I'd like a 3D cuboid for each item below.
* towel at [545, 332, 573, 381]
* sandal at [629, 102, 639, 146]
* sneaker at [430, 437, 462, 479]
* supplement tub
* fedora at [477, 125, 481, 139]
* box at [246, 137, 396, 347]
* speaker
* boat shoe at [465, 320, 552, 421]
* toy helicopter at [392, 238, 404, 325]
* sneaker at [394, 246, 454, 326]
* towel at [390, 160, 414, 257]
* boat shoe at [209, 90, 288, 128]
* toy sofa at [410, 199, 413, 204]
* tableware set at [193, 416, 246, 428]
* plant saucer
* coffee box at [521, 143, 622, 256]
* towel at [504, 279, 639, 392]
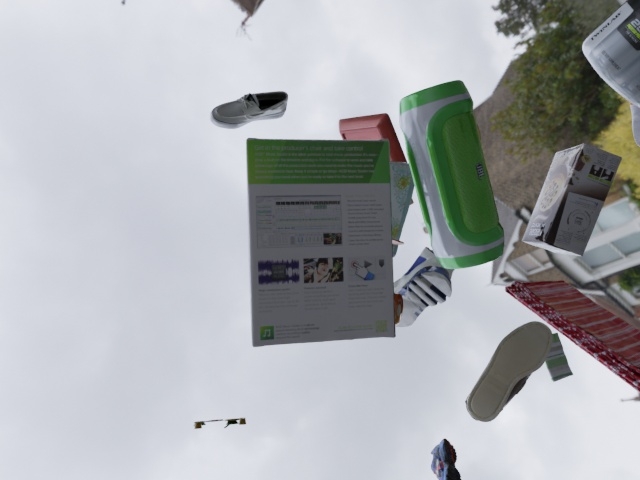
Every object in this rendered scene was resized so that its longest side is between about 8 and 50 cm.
[{"bbox_3d":[0.811,0.400,1.581,0.113,0.023,0.152,-3,-108,-33],"label":"towel"},{"bbox_3d":[0.897,-0.383,1.243,0.076,0.102,0.266,-13,-77,-34],"label":"sandal"},{"bbox_3d":[0.429,0.801,1.584,0.083,0.087,0.221,40,-153,-10],"label":"sneaker"},{"bbox_3d":[0.674,-0.416,0.832,0.193,0.316,0.194,20,-133,-23],"label":"supplement tub"},{"bbox_3d":[0.263,-0.182,0.996,0.194,0.195,0.079,0,-153,-40],"label":"fedora"},{"bbox_3d":[0.000,0.000,0.737,0.232,0.058,0.322,-1,-89,-10],"label":"box"},{"bbox_3d":[0.223,-0.108,0.781,0.131,0.131,0.297,-24,-79,-45],"label":"speaker"},{"bbox_3d":[0.519,0.362,1.269,0.116,0.097,0.324,36,-101,26],"label":"boat shoe"},{"bbox_3d":[0.121,0.044,1.144,0.355,0.140,0.235,57,-134,-50],"label":"toy helicopter"},{"bbox_3d":[0.291,0.127,1.340,0.127,0.315,0.182,45,-131,-3],"label":"sneaker"},{"bbox_3d":[0.157,-0.085,1.544,0.320,0.090,0.375,-4,-67,-36],"label":"towel"},{"bbox_3d":[-0.223,-0.429,1.472,0.267,0.088,0.096,-14,-112,-26],"label":"boat shoe"},{"bbox_3d":[0.258,-0.198,2.161,0.177,0.362,0.150,-33,-75,-42],"label":"toy sofa"},{"bbox_3d":[-0.294,0.534,1.338,0.154,0.104,0.024,-1,-109,-13],"label":"tableware set"},{"bbox_3d":[0.188,-0.333,1.698,0.047,0.258,0.259,-44,-59,-26],"label":"plant saucer"},{"bbox_3d":[0.730,-0.114,1.349,0.118,0.168,0.297,20,-88,1],"label":"coffee box"},{"bbox_3d":[0.466,0.146,0.752,0.198,0.031,0.275,2,-151,-35],"label":"towel"}]
